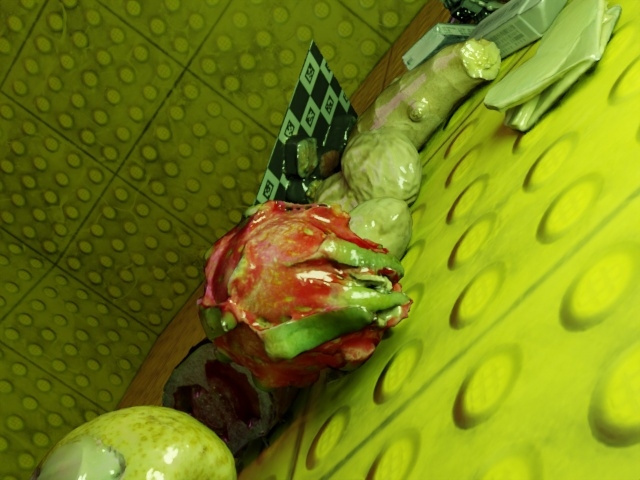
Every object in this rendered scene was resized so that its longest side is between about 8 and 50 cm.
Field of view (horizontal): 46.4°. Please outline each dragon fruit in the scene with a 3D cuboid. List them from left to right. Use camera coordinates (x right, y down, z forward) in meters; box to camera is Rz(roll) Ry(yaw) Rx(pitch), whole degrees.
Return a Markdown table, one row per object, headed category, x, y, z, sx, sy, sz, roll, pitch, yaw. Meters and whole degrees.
| category | x | y | z | sx | sy | sz | roll | pitch | yaw |
| --- | --- | --- | --- | --- | --- | --- | --- | --- | --- |
| dragon fruit | -0.023 | 0.071 | 0.942 | 0.302 | 0.237 | 0.231 | -13 | 50 | 39 |

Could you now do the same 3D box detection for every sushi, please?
| category | x | y | z | sx | sy | sz | roll | pitch | yaw |
| --- | --- | --- | --- | --- | --- | --- | --- | --- | --- |
| sushi | 0.011 | -0.161 | 1.516 | 0.343 | 0.064 | 0.359 | 46 | -121 | -63 |

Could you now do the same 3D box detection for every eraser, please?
| category | x | y | z | sx | sy | sz | roll | pitch | yaw |
| --- | --- | --- | --- | --- | --- | --- | --- | --- | --- |
| eraser | 0.329 | -0.369 | 1.297 | 0.089 | 0.061 | 0.352 | -55 | 10 | -9 |

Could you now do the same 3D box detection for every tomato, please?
| category | x | y | z | sx | sy | sz | roll | pitch | yaw |
| --- | --- | --- | --- | --- | --- | --- | --- | --- | --- |
| tomato | -0.119 | 0.218 | 1.132 | 0.214 | 0.181 | 0.155 | -38 | -1 | 33 |

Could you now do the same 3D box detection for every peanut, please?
| category | x | y | z | sx | sy | sz | roll | pitch | yaw |
| --- | --- | --- | --- | --- | --- | --- | --- | --- | --- |
| peanut | 0.040 | 0.037 | 1.121 | 0.274 | 0.111 | 0.125 | -45 | -3 | 28 |
| peanut | 0.077 | -0.087 | 1.288 | 0.233 | 0.110 | 0.197 | -53 | 36 | 27 |

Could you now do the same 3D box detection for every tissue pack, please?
| category | x | y | z | sx | sy | sz | roll | pitch | yaw |
| --- | --- | --- | --- | --- | --- | --- | --- | --- | --- |
| tissue pack | 0.255 | -0.384 | 1.502 | 0.156 | 0.051 | 0.112 | -10 | -21 | -42 |

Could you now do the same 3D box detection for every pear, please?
| category | x | y | z | sx | sy | sz | roll | pitch | yaw |
| --- | --- | --- | --- | --- | --- | --- | --- | --- | --- |
| pear | -0.219 | 0.326 | 0.889 | 0.271 | 0.271 | 0.271 | -51 | 10 | 12 |

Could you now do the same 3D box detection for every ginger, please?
| category | x | y | z | sx | sy | sz | roll | pitch | yaw |
| --- | --- | --- | --- | --- | --- | --- | --- | --- | --- |
| ginger | 0.192 | -0.247 | 1.423 | 0.375 | 0.166 | 0.236 | -30 | 4 | 25 |

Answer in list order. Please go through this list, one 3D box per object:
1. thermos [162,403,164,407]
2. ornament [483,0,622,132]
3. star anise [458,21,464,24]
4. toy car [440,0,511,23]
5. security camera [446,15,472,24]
| category | x | y | z | sx | sy | sz | roll | pitch | yaw |
| --- | --- | --- | --- | --- | --- | --- | --- | --- | --- |
| thermos | -0.278 | 0.364 | 1.522 | 0.193 | 0.104 | 0.137 | 136 | 136 | -59 |
| ornament | 0.306 | -0.229 | 0.936 | 0.201 | 0.059 | 0.180 | -51 | 13 | 4 |
| star anise | 0.304 | -0.445 | 1.668 | 0.190 | 0.070 | 0.097 | -38 | 15 | 49 |
| toy car | 0.323 | -0.493 | 1.420 | 0.301 | 0.193 | 0.118 | 168 | 124 | -76 |
| security camera | 0.359 | -0.550 | 1.763 | 0.302 | 0.080 | 0.157 | -58 | 6 | 46 |
